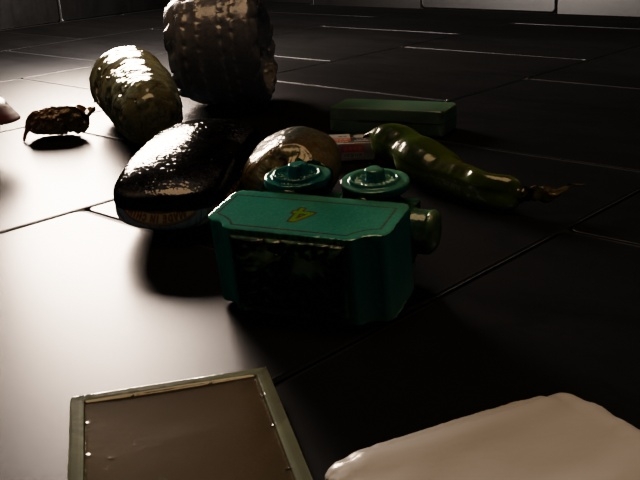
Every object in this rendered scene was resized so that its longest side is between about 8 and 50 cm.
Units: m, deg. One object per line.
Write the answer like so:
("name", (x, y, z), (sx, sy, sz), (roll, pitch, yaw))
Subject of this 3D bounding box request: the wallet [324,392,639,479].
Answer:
("wallet", (0.103, 0.135, 0.526), (0.182, 0.032, 0.124), (-11, 21, -27))

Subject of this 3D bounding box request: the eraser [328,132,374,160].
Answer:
("eraser", (0.013, -0.125, 1.287), (0.122, 0.029, 0.052), (-2, 19, 1))

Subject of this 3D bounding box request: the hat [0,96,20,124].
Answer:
("hat", (-0.537, -0.155, 1.366), (0.205, 0.089, 0.205), (-6, 15, 2))

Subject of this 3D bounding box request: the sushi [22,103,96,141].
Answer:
("sushi", (-0.418, -0.192, 1.503), (0.120, 0.052, 0.055), (-7, 20, -12))

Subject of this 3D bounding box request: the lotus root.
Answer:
("lotus root", (-0.031, -0.089, 1.105), (0.113, 0.088, 0.192), (-6, 18, 10))

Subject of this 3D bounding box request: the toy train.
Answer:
("toy train", (0.000, 0.000, 0.825), (0.197, 0.107, 0.154), (6, 28, 23))

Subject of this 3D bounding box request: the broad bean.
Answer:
("broad bean", (0.154, -0.087, 1.128), (0.098, 0.056, 0.318), (-11, 25, -39))

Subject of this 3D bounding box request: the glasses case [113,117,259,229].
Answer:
("glasses case", (-0.149, -0.085, 1.115), (0.122, 0.082, 0.321), (-2, 21, 7))

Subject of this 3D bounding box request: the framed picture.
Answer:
("framed picture", (-0.086, 0.132, 0.591), (0.142, 0.011, 0.183), (-7, 19, -12))

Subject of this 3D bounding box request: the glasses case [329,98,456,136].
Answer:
("glasses case", (0.110, -0.188, 1.436), (0.184, 0.039, 0.078), (6, 20, 24))

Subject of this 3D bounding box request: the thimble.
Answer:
("thimble", (-0.175, -0.345, 1.679), (0.172, 0.205, 0.236), (-2, 20, 7))

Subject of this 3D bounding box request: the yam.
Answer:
("yam", (-0.289, -0.225, 1.485), (0.133, 0.133, 0.330), (-9, 23, -16))
